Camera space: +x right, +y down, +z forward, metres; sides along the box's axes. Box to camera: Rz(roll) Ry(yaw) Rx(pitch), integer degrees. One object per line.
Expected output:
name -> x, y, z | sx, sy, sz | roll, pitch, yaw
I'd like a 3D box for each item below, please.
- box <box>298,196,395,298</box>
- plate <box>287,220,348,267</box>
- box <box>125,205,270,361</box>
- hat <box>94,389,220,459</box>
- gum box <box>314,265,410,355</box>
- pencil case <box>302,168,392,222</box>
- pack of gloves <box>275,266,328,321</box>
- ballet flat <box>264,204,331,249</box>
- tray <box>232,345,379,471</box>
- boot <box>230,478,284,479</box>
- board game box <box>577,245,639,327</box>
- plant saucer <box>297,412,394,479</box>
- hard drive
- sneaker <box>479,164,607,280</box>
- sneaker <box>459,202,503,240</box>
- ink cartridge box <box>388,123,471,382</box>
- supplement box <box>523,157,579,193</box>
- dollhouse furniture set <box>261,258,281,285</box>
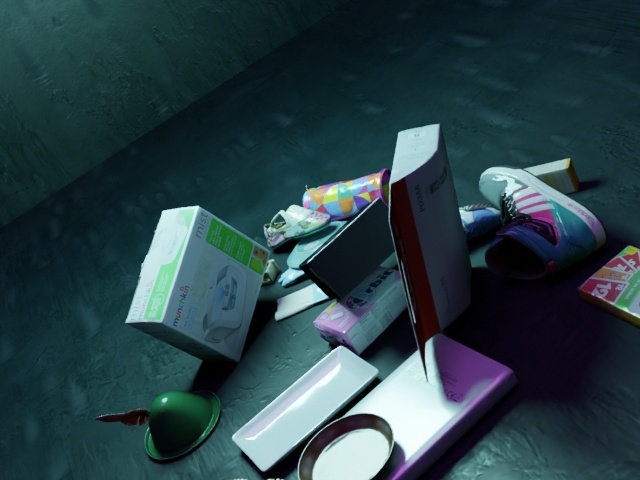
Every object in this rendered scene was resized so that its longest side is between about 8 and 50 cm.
box -> 0.062, 0.020, 1.789 | 0.184, 0.103, 0.261 | -45, 1, -5
plate -> 0.000, 0.000, 2.109 | 0.188, 0.024, 0.188 | -27, 19, 10
box -> -0.255, 0.095, 1.920 | 0.127, 0.231, 0.262 | -4, 61, 41
hat -> -0.311, 0.305, 1.764 | 0.173, 0.183, 0.208 | -30, 27, 2
gum box -> 0.086, 0.136, 1.783 | 0.188, 0.062, 0.107 | -42, 28, -21
pencil case -> 0.069, -0.101, 2.159 | 0.236, 0.104, 0.104 | -11, 33, 32
pack of gloves -> -0.001, 0.065, 2.009 | 0.232, 0.046, 0.195 | -24, 29, 13
ballet flat -> -0.067, -0.040, 2.156 | 0.077, 0.079, 0.221 | -39, 11, -39
tray -> -0.024, 0.305, 1.648 | 0.270, 0.030, 0.145 | -39, 28, -15
boot -> -0.118, 0.439, 1.493 | 0.158, 0.059, 0.084 | -12, 38, 30
board game box -> 0.540, 0.090, 1.446 | 0.124, 0.039, 0.259 | -37, 31, -11
plant saucer -> 0.044, 0.342, 1.431 | 0.168, 0.029, 0.168 | -24, 27, 13
hard drive -> 0.148, 0.288, 1.494 | 0.307, 0.040, 0.203 | -40, 29, -16
sneaker -> 0.358, -0.023, 1.693 | 0.178, 0.123, 0.295 | -34, 41, -17
sneaker -> 0.281, -0.015, 1.851 | 0.211, 0.080, 0.081 | -17, 56, 21
ink cartridge box -> 0.195, 0.008, 1.567 | 0.091, 0.308, 0.385 | -10, 25, 12
supplement box -> 0.464, -0.122, 1.839 | 0.098, 0.062, 0.036 | -12, 34, 31
dollhouse furniture set -> -0.200, 0.017, 2.135 | 0.161, 0.182, 0.101 | -16, 31, 27
